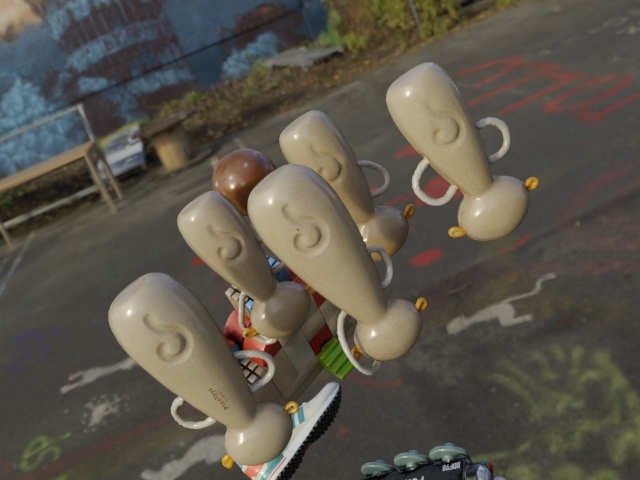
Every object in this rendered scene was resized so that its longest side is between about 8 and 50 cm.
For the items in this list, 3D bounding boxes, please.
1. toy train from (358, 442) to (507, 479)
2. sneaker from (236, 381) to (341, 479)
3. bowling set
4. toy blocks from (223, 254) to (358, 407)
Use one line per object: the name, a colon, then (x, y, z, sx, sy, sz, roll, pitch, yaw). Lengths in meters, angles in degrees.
toy train: (0.214, 0.503, 1.594, 0.334, 0.190, 0.142, -25, 43, 37)
sneaker: (-0.039, 0.224, 0.981, 0.075, 0.057, 0.161, 28, 59, 21)
bowling set: (0.000, 0.000, 0.588, 0.287, 0.154, 0.200, -36, 20, 4)
toy blocks: (-0.065, 0.139, 1.416, 0.191, 0.261, 0.381, 27, 65, 36)
